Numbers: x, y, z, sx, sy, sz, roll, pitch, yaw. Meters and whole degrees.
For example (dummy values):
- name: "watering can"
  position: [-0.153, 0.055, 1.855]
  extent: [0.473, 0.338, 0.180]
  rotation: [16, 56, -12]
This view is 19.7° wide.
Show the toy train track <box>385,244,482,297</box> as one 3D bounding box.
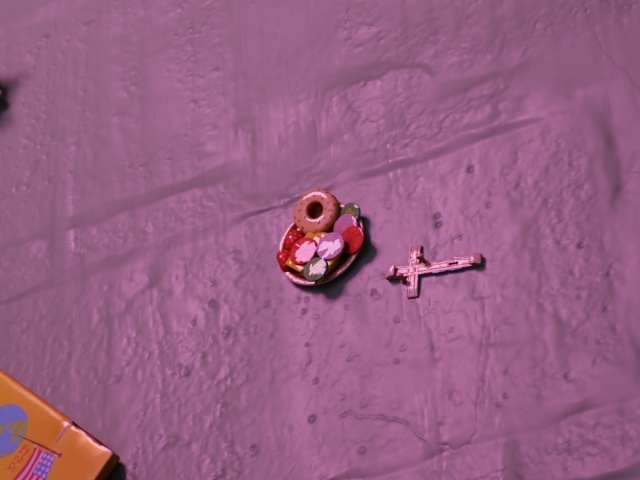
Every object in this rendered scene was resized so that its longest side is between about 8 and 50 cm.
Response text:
- name: "toy train track"
  position: [0.089, 0.019, 1.475]
  extent: [0.083, 0.014, 0.048]
  rotation: [-9, 57, 25]

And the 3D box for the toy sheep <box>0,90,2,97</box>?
- name: "toy sheep"
  position: [-0.365, -0.156, 1.811]
  extent: [0.132, 0.091, 0.091]
  rotation: [-44, 49, 6]

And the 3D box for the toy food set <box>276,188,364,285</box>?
- name: "toy food set"
  position: [0.000, 0.000, 1.535]
  extent: [0.083, 0.020, 0.083]
  rotation: [27, 76, 39]

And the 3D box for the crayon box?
- name: "crayon box"
  position: [-0.310, 0.204, 1.547]
  extent: [0.318, 0.081, 0.202]
  rotation: [29, 78, 40]
